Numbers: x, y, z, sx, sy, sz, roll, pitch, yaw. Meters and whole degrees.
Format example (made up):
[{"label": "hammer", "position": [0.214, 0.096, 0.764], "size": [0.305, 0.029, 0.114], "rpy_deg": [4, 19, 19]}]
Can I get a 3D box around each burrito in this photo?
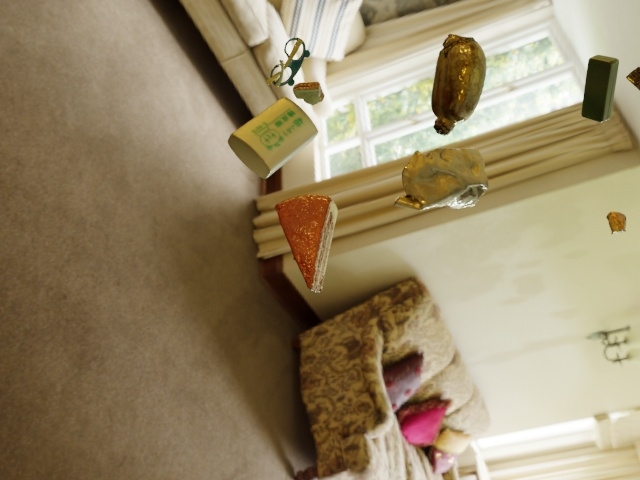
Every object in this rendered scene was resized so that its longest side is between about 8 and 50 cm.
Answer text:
[{"label": "burrito", "position": [0.376, -0.175, 1.795], "size": [0.332, 0.190, 0.135], "rpy_deg": [-11, 42, -43]}]

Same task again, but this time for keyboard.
[{"label": "keyboard", "position": [1.209, -0.551, 2.164], "size": [0.195, 0.060, 0.018], "rpy_deg": [41, 35, -2]}]

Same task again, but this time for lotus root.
[{"label": "lotus root", "position": [0.423, -0.481, 1.855], "size": [0.173, 0.173, 0.309], "rpy_deg": [-41, 141, -73]}]

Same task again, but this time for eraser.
[{"label": "eraser", "position": [-0.160, -0.360, 2.054], "size": [0.189, 0.104, 0.290], "rpy_deg": [47, 54, -3]}]

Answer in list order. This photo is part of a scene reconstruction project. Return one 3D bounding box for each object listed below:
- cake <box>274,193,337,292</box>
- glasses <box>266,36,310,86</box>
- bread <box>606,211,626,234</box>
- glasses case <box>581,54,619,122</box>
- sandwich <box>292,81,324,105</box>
[{"label": "cake", "position": [0.000, 0.000, 1.654], "size": [0.158, 0.160, 0.261], "rpy_deg": [41, 25, -74]}, {"label": "glasses", "position": [-0.164, -0.753, 2.525], "size": [0.102, 0.239, 0.207], "rpy_deg": [43, 31, 12]}, {"label": "bread", "position": [0.959, -0.060, 1.912], "size": [0.106, 0.053, 0.072], "rpy_deg": [2, 69, -56]}, {"label": "glasses case", "position": [0.814, -0.442, 1.727], "size": [0.078, 0.040, 0.184], "rpy_deg": [38, -35, 47]}, {"label": "sandwich", "position": [-0.042, -0.510, 2.055], "size": [0.093, 0.105, 0.035], "rpy_deg": [67, 31, -60]}]
